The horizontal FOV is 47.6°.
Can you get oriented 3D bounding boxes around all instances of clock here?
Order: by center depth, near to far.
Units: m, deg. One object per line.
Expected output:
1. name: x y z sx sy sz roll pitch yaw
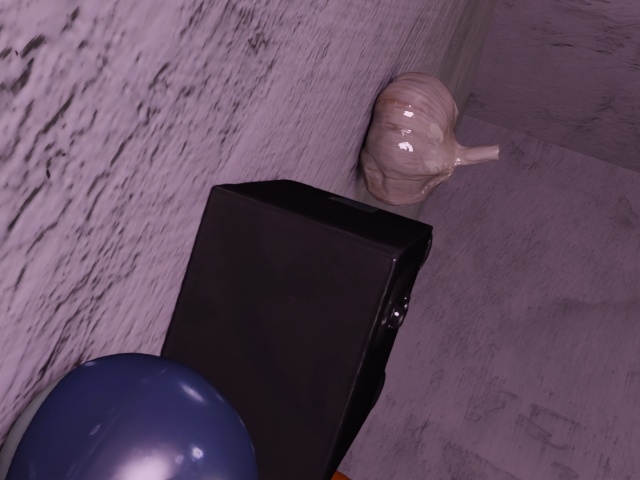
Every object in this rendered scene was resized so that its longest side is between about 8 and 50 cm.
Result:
1. clock: -0.136 0.171 0.390 0.243 0.146 0.200 -48 153 -44

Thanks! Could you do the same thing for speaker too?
1. speaker: -0.013 0.076 0.701 0.254 0.184 0.232 -20 130 -74

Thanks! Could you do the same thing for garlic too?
1. garlic: 0.179 -0.148 1.157 0.218 0.212 0.219 18 90 -74

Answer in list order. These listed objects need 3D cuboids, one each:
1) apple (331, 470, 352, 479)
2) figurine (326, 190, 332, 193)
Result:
1. apple: -0.048 0.413 0.854 0.275 0.298 0.299 -65 176 -87
2. figurine: 0.000 0.000 0.913 0.115 0.094 0.156 46 52 -34
